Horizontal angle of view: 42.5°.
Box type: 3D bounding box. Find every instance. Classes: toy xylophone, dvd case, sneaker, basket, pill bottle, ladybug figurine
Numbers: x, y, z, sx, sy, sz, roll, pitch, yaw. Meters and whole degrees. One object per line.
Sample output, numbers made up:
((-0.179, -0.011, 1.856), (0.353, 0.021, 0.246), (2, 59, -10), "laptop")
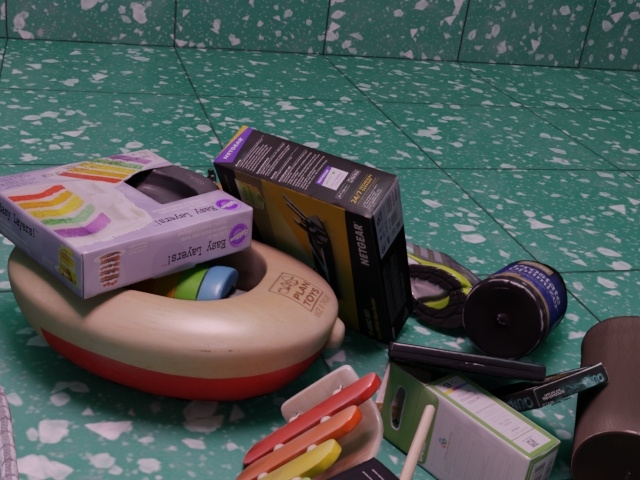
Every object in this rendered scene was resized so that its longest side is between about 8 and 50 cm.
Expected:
((-0.006, 0.238, 0.819), (0.081, 0.236, 0.323), (50, 20, -7), "toy xylophone")
((0.177, 0.157, 1.059), (0.180, 0.022, 0.253), (8, -8, 6), "dvd case")
((0.142, 0.050, 1.357), (0.300, 0.111, 0.121), (32, 22, 33), "sneaker")
((0.396, 0.220, 1.012), (0.204, 0.154, 0.227), (28, 35, 16), "basket")
((0.302, 0.096, 1.243), (0.122, 0.123, 0.219), (20, 17, 24), "pill bottle")
((-0.190, 0.094, 1.082), (0.449, 0.162, 0.305), (13, 26, 13), "ladybug figurine")

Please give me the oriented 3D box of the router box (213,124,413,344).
((0.000, 0.000, 1.169), (0.243, 0.309, 0.081), (21, 59, 25), "router box")

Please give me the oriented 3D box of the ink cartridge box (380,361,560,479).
((0.168, 0.230, 0.968), (0.062, 0.109, 0.209), (-15, 34, -40), "ink cartridge box")

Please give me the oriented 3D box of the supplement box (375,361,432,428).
((0.108, 0.206, 1.081), (0.062, 0.036, 0.098), (14, 27, 11), "supplement box")

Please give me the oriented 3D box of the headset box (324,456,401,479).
((-0.044, 0.325, 0.564), (0.283, 0.246, 0.131), (-15, 35, -36), "headset box")

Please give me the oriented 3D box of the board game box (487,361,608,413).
((0.245, 0.194, 1.020), (0.126, 0.026, 0.186), (-11, -12, -33), "board game box")

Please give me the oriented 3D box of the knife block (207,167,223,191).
((-0.116, -0.053, 1.483), (0.275, 0.088, 0.242), (25, 32, 32), "knife block")

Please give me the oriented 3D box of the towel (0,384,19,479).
((-0.286, 0.265, 0.634), (0.121, 0.235, 0.284), (-8, 29, -22), "towel")

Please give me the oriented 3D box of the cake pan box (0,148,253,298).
((-0.256, -0.033, 1.064), (0.267, 0.070, 0.245), (-17, 37, -42), "cake pan box")
